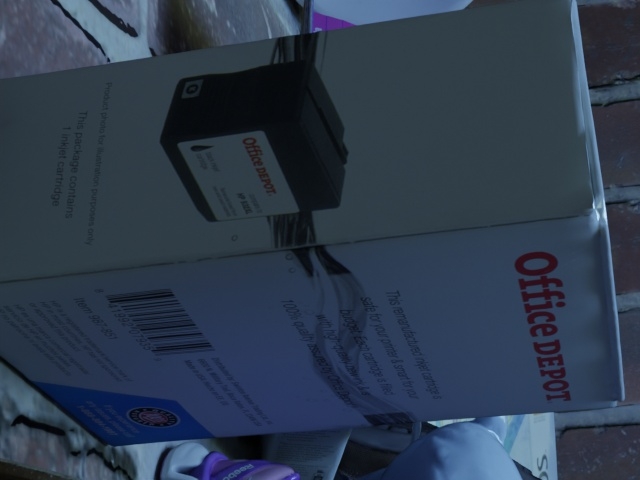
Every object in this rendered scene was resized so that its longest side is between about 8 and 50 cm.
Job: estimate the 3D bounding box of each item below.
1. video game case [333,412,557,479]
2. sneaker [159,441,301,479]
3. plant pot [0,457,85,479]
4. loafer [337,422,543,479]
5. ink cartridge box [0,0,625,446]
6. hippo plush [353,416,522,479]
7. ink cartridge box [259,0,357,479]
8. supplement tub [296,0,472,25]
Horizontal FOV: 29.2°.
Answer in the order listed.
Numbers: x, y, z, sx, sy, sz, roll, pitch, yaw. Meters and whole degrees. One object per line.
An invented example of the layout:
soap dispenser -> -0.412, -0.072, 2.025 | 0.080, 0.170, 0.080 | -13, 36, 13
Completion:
video game case -> 0.127, 0.309, 1.235 | 0.329, 0.036, 0.300 | -6, 93, -39
sneaker -> -0.055, 0.235, 0.779 | 0.095, 0.105, 0.236 | 69, 20, -51
plant pot -> -0.124, 0.174, 0.403 | 0.167, 0.167, 0.165 | 64, 29, -55
loafer -> 0.142, 0.260, 1.138 | 0.366, 0.134, 0.130 | 31, 80, -36
ink cartridge box -> -0.006, 0.006, 0.648 | 0.223, 0.307, 0.129 | 63, 24, -58
hippo plush -> 0.106, 0.264, 0.871 | 0.236, 0.234, 0.294 | 41, 49, -18
ink cartridge box -> 0.000, 0.000, 0.980 | 0.330, 0.071, 0.324 | 107, -13, -59
supplement tub -> 0.071, -0.418, 1.377 | 0.235, 0.235, 0.325 | 66, 21, -52
